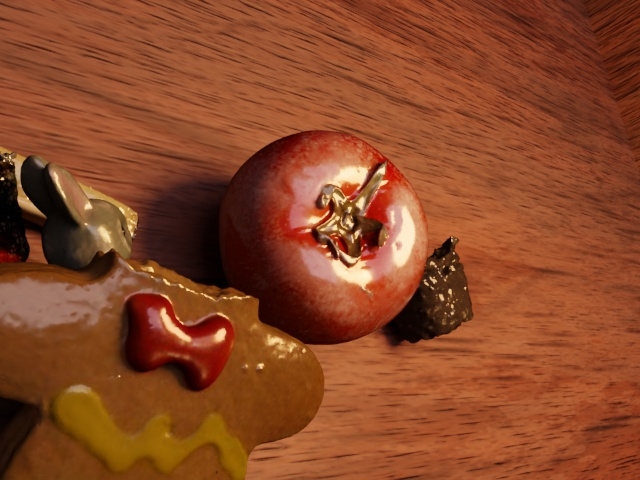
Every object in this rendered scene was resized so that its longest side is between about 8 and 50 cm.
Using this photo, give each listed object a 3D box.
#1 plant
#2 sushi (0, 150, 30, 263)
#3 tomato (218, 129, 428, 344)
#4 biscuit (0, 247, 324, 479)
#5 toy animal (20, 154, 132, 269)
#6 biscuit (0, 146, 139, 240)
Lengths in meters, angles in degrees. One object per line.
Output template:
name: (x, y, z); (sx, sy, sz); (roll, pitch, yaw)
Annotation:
plant: (0.150, 0.051, 1.019); (0.131, 0.142, 0.203); (-30, 101, -36)
sushi: (-0.353, -0.013, 0.542); (0.225, 0.136, 0.126); (-38, 117, -73)
tomato: (0.000, 0.000, 0.833); (0.270, 0.227, 0.270); (6, 73, -21)
biscuit: (-0.179, 0.213, 0.567); (0.368, 0.076, 0.394); (26, 80, -33)
toy animal: (-0.215, 0.029, 0.635); (0.108, 0.138, 0.236); (-31, 136, -53)
biscuit: (-0.293, -0.042, 0.710); (0.188, 0.052, 0.056); (28, 64, -28)
